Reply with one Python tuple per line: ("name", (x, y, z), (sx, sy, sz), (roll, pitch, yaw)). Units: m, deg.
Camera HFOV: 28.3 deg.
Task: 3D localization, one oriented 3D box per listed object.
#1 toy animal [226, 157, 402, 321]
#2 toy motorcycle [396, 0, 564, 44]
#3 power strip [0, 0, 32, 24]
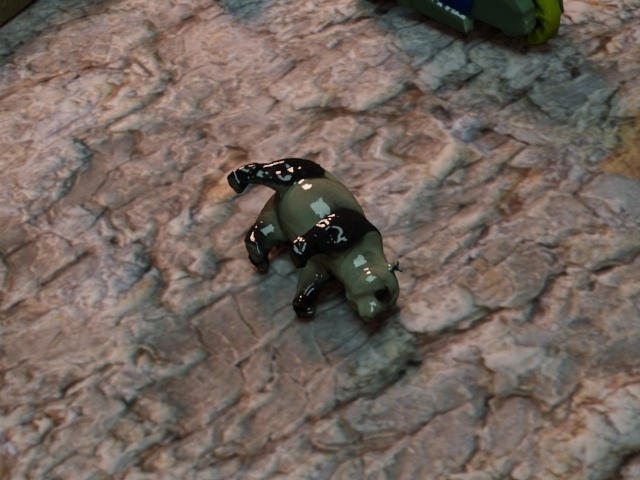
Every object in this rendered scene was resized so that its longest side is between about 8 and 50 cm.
("toy animal", (0.000, 0.000, 1.324), (0.121, 0.094, 0.225), (-18, 43, -24))
("toy motorcycle", (0.184, -0.389, 1.624), (0.191, 0.200, 0.326), (-31, 47, -24))
("power strip", (-0.449, -0.352, 1.720), (0.070, 0.105, 0.256), (21, 50, 23))
